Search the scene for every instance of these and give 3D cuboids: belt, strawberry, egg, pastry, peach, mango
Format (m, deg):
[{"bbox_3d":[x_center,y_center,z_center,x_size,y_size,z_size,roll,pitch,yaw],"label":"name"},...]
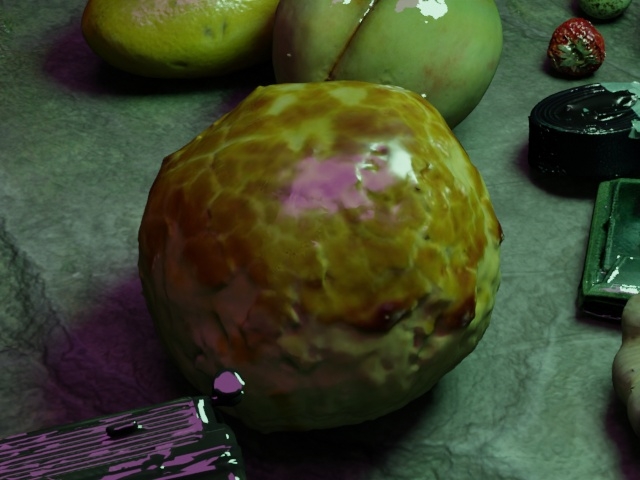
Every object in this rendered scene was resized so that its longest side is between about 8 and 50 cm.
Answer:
[{"bbox_3d":[0.358,-0.142,1.693,0.198,0.078,0.151,-20,31,-28],"label":"belt"},{"bbox_3d":[0.355,-0.271,1.865,0.083,0.083,0.096,-3,35,-7],"label":"strawberry"},{"bbox_3d":[0.423,-0.372,1.973,0.085,0.085,0.110,23,30,21],"label":"egg"},{"bbox_3d":[0.000,0.000,1.360,0.388,0.312,0.388,2,37,-1],"label":"pastry"},{"bbox_3d":[0.076,-0.244,1.689,0.292,0.292,0.247,13,-1,11],"label":"peach"},{"bbox_3d":[-0.155,-0.337,1.823,0.365,0.182,0.253,-23,49,-28],"label":"mango"}]

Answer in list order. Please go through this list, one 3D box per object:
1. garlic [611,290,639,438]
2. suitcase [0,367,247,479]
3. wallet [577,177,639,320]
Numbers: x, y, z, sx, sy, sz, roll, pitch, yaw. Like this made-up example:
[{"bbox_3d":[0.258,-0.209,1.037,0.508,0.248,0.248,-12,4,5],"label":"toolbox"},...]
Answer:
[{"bbox_3d":[0.416,0.128,1.349,0.245,0.160,0.245,-16,58,26],"label":"garlic"},{"bbox_3d":[-0.214,0.255,1.114,0.335,0.229,0.152,-11,57,-14],"label":"suitcase"},{"bbox_3d":[0.392,0.005,1.561,0.160,0.055,0.236,7,41,14],"label":"wallet"}]
